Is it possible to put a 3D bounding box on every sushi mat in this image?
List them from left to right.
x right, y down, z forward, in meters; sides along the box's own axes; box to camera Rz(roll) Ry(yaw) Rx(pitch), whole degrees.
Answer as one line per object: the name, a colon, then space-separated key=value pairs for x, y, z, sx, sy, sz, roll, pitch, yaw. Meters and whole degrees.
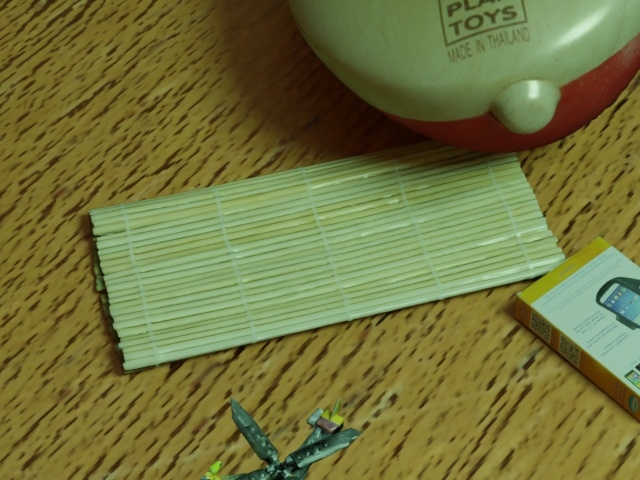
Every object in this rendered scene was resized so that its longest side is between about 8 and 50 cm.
sushi mat: x=0.000 y=0.000 z=1.213 sx=0.317 sy=0.019 sz=0.151 roll=-13 pitch=50 yaw=-10

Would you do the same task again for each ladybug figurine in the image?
ladybug figurine: x=0.127 y=-0.215 z=1.279 sx=0.305 sy=0.162 sz=0.449 roll=-14 pitch=42 yaw=14

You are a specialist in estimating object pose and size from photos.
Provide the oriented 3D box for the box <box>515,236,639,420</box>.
box: x=0.204 y=0.062 z=1.147 sx=0.081 sy=0.028 sz=0.136 roll=-33 pitch=58 yaw=-25

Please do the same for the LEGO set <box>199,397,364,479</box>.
LEGO set: x=-0.011 y=0.244 z=0.879 sx=0.255 sy=0.192 sz=0.331 roll=-29 pitch=54 yaw=-22
